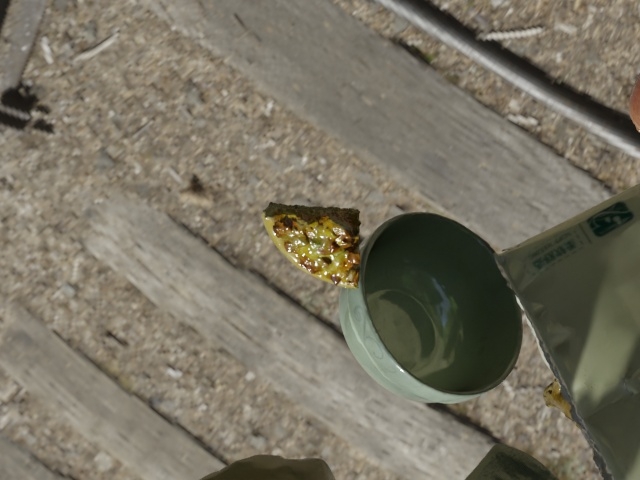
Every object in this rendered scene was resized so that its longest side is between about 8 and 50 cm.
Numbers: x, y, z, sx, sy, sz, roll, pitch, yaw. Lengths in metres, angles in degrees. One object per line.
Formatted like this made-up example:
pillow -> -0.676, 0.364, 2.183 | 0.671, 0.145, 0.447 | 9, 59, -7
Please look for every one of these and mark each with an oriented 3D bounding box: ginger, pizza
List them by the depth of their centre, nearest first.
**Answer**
pizza -> 0.000, 0.001, 1.570 | 0.175, 0.046, 0.134 | 31, 135, -14
ginger -> 0.350, 0.229, 1.590 | 0.057, 0.137, 0.044 | 33, 90, -29

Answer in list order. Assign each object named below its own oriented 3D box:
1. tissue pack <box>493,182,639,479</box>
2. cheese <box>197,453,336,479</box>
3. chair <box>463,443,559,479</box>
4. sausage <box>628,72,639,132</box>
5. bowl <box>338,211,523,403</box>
tissue pack -> 0.351, 0.066, 0.755 | 0.380, 0.297, 0.207 | -29, 146, 6
cheese -> -0.076, 0.343, 1.077 | 0.318, 0.326, 0.115 | 9, 134, 43
chair -> 0.263, 0.519, 1.991 | 0.160, 0.319, 0.186 | 26, 131, 38
sausage -> 0.372, -0.251, 0.946 | 0.087, 0.088, 0.433 | 27, 126, 8
bowl -> 0.155, 0.122, 1.822 | 0.307, 0.307, 0.163 | 45, 138, -6
